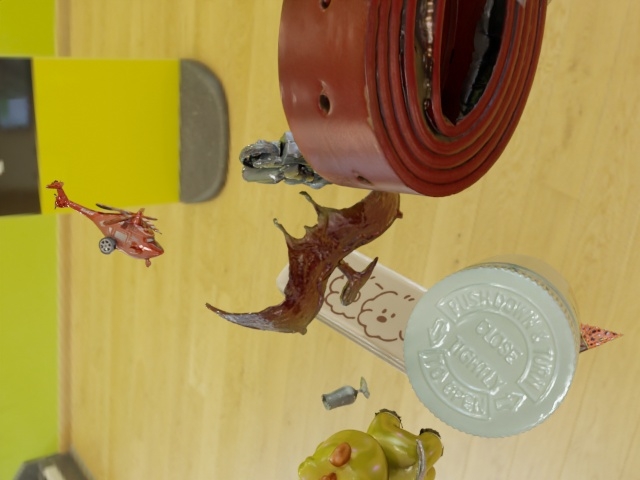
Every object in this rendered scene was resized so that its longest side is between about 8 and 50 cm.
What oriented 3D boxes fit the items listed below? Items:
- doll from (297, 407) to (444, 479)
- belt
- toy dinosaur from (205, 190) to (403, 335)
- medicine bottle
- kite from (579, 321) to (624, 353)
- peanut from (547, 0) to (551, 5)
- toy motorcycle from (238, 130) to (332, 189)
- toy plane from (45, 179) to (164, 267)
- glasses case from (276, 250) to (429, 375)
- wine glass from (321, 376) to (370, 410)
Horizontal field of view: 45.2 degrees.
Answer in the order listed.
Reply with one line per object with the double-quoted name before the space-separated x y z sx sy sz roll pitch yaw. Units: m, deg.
"doll" 0.050 0.289 0.935 0.135 0.221 0.142 23 108 29
"belt" 0.088 -0.198 0.656 0.115 0.227 0.323 13 88 45
"toy dinosaur" -0.001 -0.009 1.092 0.113 0.207 0.327 36 108 47
"medicine bottle" 0.198 0.096 0.829 0.158 0.318 0.158 1 93 19
"kite" 0.459 0.195 1.498 0.222 0.125 0.008 19 158 28
"peanut" 0.437 -0.478 1.491 0.037 0.037 0.083 33 87 43
"toy motorcycle" -0.009 -0.104 1.005 0.124 0.194 0.061 82 -179 -70
"toy plane" -0.323 -0.025 1.146 0.126 0.194 0.077 -106 37 -70
"glasses case" 0.084 0.113 1.391 0.336 0.144 0.076 28 161 30
"wine glass" 0.044 0.272 1.363 0.039 0.083 0.042 -134 35 -57
